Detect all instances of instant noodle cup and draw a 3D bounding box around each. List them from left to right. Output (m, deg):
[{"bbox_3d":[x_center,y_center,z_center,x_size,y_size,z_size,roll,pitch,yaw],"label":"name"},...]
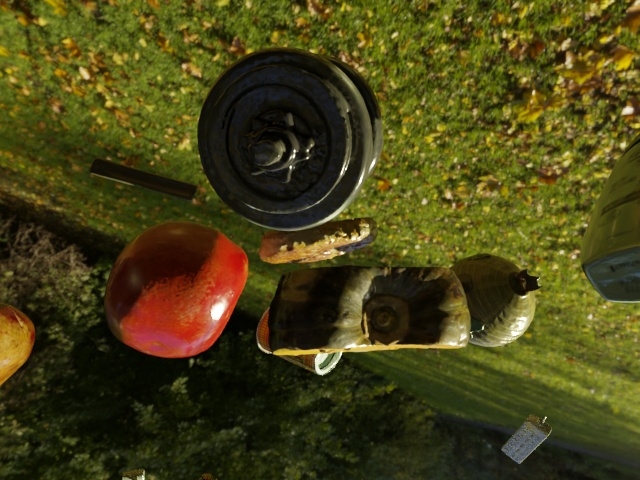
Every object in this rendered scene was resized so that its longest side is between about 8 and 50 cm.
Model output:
[{"bbox_3d":[-0.050,0.292,1.327,0.212,0.193,0.193,21,163,36],"label":"instant noodle cup"}]

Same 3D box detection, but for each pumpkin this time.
[{"bbox_3d":[0.070,0.116,0.725,0.318,0.139,0.222,-1,169,-15],"label":"pumpkin"}]

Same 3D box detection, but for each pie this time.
[{"bbox_3d":[0.000,0.000,1.145,0.316,0.092,0.315,-10,174,-1],"label":"pie"}]

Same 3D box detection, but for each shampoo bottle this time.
[{"bbox_3d":[0.443,-0.059,0.606,0.078,0.359,0.134,51,143,-8],"label":"shampoo bottle"}]

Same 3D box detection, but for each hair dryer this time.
[{"bbox_3d":[-0.555,0.715,1.325,0.063,0.037,0.124,3,171,-22],"label":"hair dryer"}]

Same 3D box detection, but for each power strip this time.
[{"bbox_3d":[0.567,0.547,1.234,0.060,0.027,0.252,34,141,27],"label":"power strip"}]

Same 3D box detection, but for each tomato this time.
[{"bbox_3d":[-0.328,0.113,1.039,0.294,0.289,0.325,20,137,-18],"label":"tomato"}]

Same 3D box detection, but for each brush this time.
[{"bbox_3d":[-0.307,-0.105,0.785,0.191,0.034,0.027,16,166,2],"label":"brush"}]

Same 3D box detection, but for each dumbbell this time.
[{"bbox_3d":[-0.025,-0.121,0.528,0.192,0.191,0.290,19,-158,4],"label":"dumbbell"}]

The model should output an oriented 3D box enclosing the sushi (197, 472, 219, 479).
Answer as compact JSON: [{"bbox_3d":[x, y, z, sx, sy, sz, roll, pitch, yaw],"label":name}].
[{"bbox_3d":[-0.360,0.783,1.418,0.121,0.026,0.126,9,-171,26],"label":"sushi"}]

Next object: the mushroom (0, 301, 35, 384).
[{"bbox_3d":[-0.538,0.154,0.608,0.268,0.254,0.267,-10,-168,2],"label":"mushroom"}]

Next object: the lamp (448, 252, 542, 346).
[{"bbox_3d":[0.447,0.148,1.165,0.251,0.250,0.284,26,147,-14],"label":"lamp"}]
